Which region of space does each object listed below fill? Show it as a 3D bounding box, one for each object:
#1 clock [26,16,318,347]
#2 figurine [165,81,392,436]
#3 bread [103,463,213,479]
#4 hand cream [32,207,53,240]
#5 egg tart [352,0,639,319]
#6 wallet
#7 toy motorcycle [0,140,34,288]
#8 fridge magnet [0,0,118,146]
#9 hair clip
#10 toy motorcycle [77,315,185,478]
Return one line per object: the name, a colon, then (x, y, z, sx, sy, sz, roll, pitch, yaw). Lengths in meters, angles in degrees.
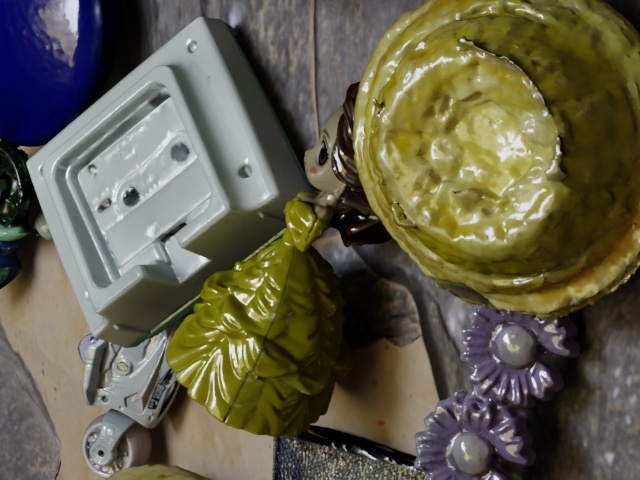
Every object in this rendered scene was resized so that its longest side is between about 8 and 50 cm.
clock: (-0.160, -0.058, 1.928, 0.262, 0.116, 0.231, -36, 66, 22)
figurine: (-0.004, -0.002, 1.782, 0.168, 0.187, 0.315, 36, 116, 20)
bread: (-0.144, 0.335, 1.995, 0.244, 0.134, 0.244, 3, 94, 45)
hand cream: (-0.260, -0.051, 2.160, 0.165, 0.037, 0.057, -40, 65, 34)
egg tart: (0.140, -0.071, 1.577, 0.290, 0.115, 0.290, 6, 102, 32)
wallet: (0.052, 0.297, 1.832, 0.262, 0.071, 0.221, 11, 98, 43)
toy motorcycle: (-0.431, -0.045, 2.274, 0.331, 0.125, 0.196, 19, 107, 44)
fridge magnet: (-0.309, -0.232, 2.125, 0.265, 0.112, 0.265, 7, 99, 48)
hair clip: (0.147, 0.139, 1.678, 0.106, 0.084, 0.292, 26, 102, 14)
toy motorcycle: (-0.190, 0.129, 2.059, 0.112, 0.112, 0.254, 18, 106, 45)
